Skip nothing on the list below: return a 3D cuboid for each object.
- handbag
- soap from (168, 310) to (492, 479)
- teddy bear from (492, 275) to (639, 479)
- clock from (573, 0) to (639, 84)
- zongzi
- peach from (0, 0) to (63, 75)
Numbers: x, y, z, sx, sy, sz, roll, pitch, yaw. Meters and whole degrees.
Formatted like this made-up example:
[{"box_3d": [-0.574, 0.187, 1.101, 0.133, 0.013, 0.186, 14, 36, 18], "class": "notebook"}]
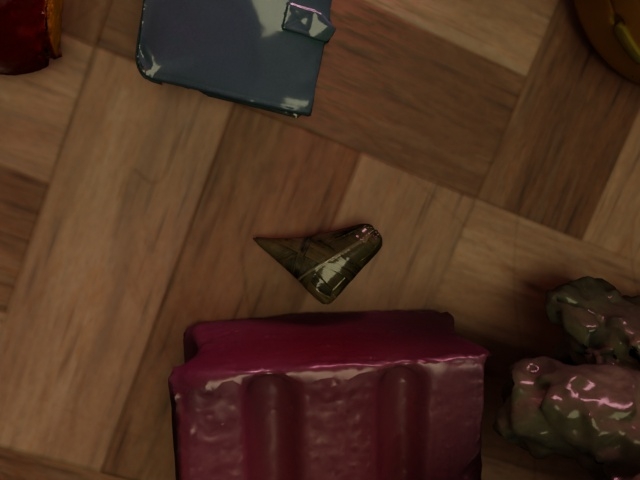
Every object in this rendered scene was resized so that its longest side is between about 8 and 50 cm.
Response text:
[{"box_3d": [-0.049, -0.212, 0.457, 0.144, 0.057, 0.221, 9, 98, -18], "class": "handbag"}, {"box_3d": [0.006, 0.249, 0.510, 0.233, 0.128, 0.359, -2, 100, -8], "class": "soap"}, {"box_3d": [0.270, 0.192, 0.460, 0.357, 0.367, 0.224, 32, 123, -6], "class": "teddy bear"}, {"box_3d": [0.290, -0.252, 0.444, 0.244, 0.200, 0.317, -42, 112, 3], "class": "clock"}, {"box_3d": [0.000, 0.000, 0.515, 0.083, 0.040, 0.076, 43, 84, 3], "class": "zongzi"}, {"box_3d": [-0.217, -0.194, 0.408, 0.127, 0.092, 0.172, 31, 96, -11], "class": "peach"}]
